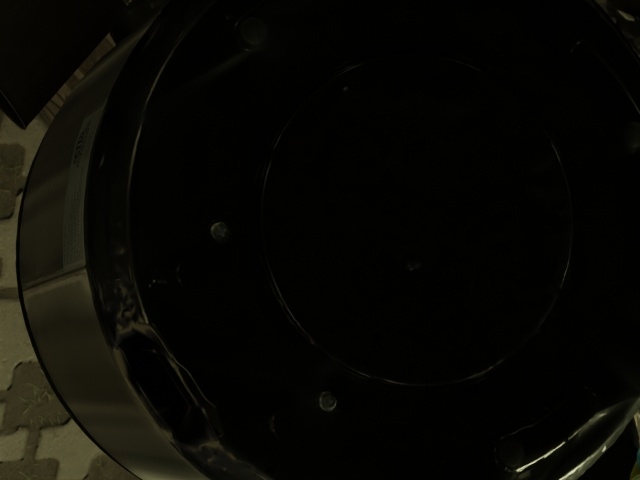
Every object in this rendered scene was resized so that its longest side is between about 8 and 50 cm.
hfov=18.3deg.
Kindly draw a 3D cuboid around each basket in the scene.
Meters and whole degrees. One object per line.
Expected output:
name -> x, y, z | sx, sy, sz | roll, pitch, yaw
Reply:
basket -> -0.297, -0.266, 2.143 | 0.204, 0.227, 0.154 | 50, 170, 1

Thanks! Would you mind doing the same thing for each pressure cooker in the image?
pressure cooker -> -0.006, -0.002, 1.274 | 0.375, 0.370, 0.420 | 47, 163, -9

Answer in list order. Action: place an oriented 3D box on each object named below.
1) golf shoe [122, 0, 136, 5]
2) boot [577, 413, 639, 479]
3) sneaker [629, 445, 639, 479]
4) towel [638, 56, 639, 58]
golf shoe -> -0.199, -0.289, 2.017 | 0.273, 0.105, 0.120 | 47, 176, 15
boot -> 0.145, 0.308, 1.750 | 0.138, 0.377, 0.284 | 43, -158, -36
sneaker -> 0.346, 0.233, 1.536 | 0.208, 0.127, 0.319 | 52, 168, -22
towel -> 0.237, -0.015, 1.362 | 0.248, 0.038, 0.325 | 36, 161, 48
